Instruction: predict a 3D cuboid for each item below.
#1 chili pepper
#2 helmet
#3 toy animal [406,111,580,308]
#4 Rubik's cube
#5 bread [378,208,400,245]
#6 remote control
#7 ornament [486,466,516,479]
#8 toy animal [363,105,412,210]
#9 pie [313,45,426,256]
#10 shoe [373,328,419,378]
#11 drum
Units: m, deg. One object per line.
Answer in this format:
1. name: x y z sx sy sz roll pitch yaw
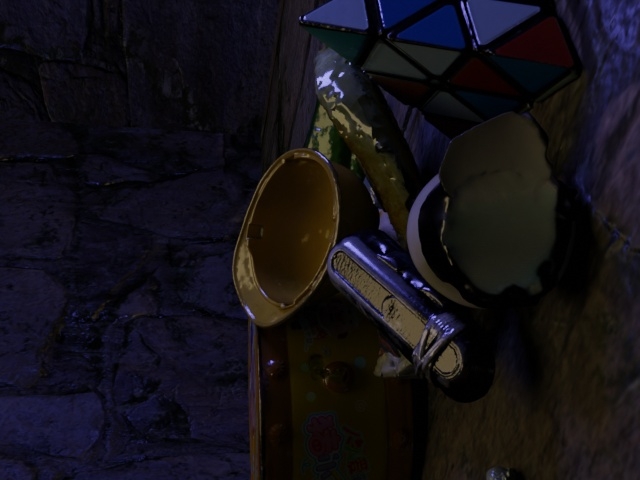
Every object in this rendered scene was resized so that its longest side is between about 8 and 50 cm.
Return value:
1. chili pepper: 0.016 -0.083 1.409 0.213 0.167 0.385 -126 41 -71
2. helmet: 0.000 0.000 1.073 0.257 0.140 0.205 -59 44 31
3. toy animal: 0.158 -0.019 0.741 0.179 0.138 0.166 118 173 -85
4. Rubik's cube: 0.192 -0.220 0.788 0.250 0.284 0.234 -54 36 2
5. bread: 0.098 0.028 1.120 0.119 0.084 0.177 -49 27 24
6. remote control: 0.084 0.071 0.821 0.266 0.066 0.090 48 131 51
7. ornament: 0.183 0.256 0.752 0.068 0.041 0.092 71 178 -49
8. toy animal: 0.111 -0.108 1.216 0.079 0.070 0.253 32 112 38
9. pie: 0.077 -0.109 0.988 0.297 0.078 0.371 56 -170 -34
10. shoe: 0.126 0.104 0.940 0.227 0.099 0.126 135 139 -72
11. drum: -0.005 0.249 1.246 0.431 0.214 0.432 179 90 -83
